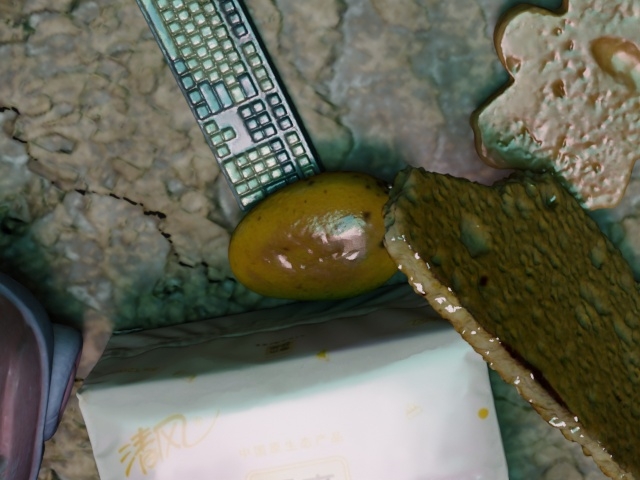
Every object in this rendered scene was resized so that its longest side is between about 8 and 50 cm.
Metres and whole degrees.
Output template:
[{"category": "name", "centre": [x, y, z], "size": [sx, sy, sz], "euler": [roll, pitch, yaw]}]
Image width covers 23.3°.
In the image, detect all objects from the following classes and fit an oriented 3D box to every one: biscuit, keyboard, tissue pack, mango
[{"category": "biscuit", "centre": [0.162, -0.103, 0.862], "size": [0.133, 0.027, 0.184], "euler": [19, 110, -4]}, {"category": "keyboard", "centre": [-0.058, -0.103, 0.880], "size": [0.055, 0.014, 0.176], "euler": [-23, 105, 12]}, {"category": "tissue pack", "centre": [-0.004, 0.135, 0.895], "size": [0.225, 0.124, 0.185], "euler": [-11, 104, 5]}, {"category": "mango", "centre": [0.000, 0.000, 0.888], "size": [0.114, 0.057, 0.079], "euler": [-18, 124, 20]}, {"category": "biscuit", "centre": [0.121, 0.027, 0.840], "size": [0.026, 0.131, 0.237], "euler": [-24, 122, 39]}]

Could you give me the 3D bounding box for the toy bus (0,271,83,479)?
[{"category": "toy bus", "centre": [-0.263, 0.146, 0.852], "size": [0.197, 0.232, 0.294], "euler": [18, 107, -4]}]
